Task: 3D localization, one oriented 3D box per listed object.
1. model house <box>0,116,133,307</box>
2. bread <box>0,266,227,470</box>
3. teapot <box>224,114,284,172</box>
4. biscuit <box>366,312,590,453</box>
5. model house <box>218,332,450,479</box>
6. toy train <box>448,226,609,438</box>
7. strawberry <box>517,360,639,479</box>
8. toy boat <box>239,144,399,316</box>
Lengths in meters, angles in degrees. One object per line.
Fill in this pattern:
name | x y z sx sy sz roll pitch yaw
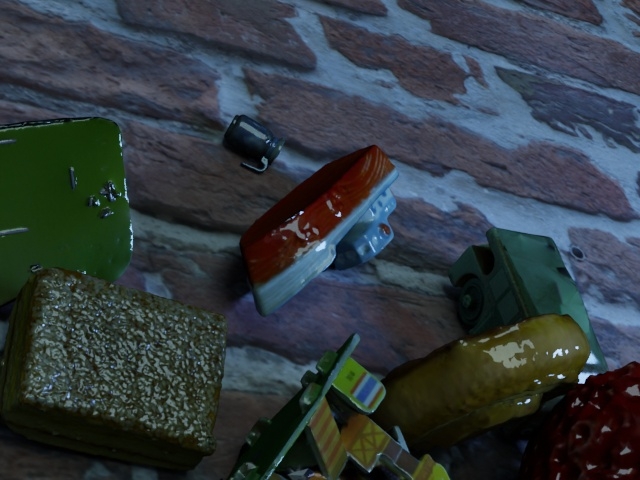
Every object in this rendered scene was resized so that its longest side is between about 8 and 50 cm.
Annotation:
model house | -0.385 -0.032 1.430 0.294 0.154 0.207 -10 101 -31
bread | -0.226 0.143 1.355 0.234 0.110 0.184 20 49 -25
teapot | -0.098 -0.142 1.786 0.083 0.049 0.063 30 39 -6
biscuit | 0.183 0.181 1.463 0.296 0.296 0.102 -6 66 -39
model house | 0.023 0.331 1.246 0.313 0.242 0.358 39 37 1
toy train | 0.289 0.131 1.696 0.129 0.159 0.326 8 47 -26
strawberry | 0.357 0.344 1.451 0.345 0.295 0.317 -45 118 -34
toy boat | 0.000 0.000 1.652 0.133 0.145 0.332 61 39 -12
